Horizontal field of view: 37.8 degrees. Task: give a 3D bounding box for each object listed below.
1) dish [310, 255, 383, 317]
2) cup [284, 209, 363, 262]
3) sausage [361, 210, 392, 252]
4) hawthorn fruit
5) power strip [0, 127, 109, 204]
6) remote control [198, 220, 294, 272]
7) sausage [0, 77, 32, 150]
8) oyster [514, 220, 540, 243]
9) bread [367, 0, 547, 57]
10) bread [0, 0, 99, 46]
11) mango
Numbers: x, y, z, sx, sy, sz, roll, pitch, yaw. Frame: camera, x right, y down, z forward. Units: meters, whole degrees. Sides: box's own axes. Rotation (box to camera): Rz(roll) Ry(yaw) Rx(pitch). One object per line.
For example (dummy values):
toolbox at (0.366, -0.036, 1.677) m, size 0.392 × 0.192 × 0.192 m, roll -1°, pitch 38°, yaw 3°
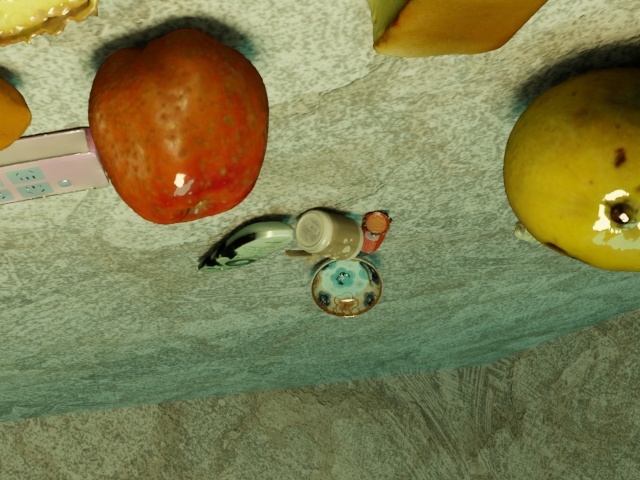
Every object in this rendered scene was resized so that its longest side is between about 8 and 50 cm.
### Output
dish at (0.050, 0.071, 1.820) m, size 0.141 × 0.078 × 0.141 m, roll 0°, pitch 123°, yaw 0°
cup at (0.001, -0.008, 1.516) m, size 0.102 × 0.074 × 0.099 m, roll -7°, pitch 167°, yaw 36°
sausage at (0.091, -0.010, 1.622) m, size 0.050 × 0.048 × 0.145 m, roll -48°, pitch 171°, yaw -15°
hawthorn fruit at (-0.136, -0.106, 0.904) m, size 0.189 × 0.189 × 0.189 m, roll -11°, pitch 164°, yaw -3°
power strip at (-0.380, -0.073, 1.075) m, size 0.279 × 0.037 × 0.109 m, roll -10°, pitch 163°, yaw -6°
remote control at (-0.127, 0.013, 1.538) m, size 0.097 × 0.045 × 0.256 m, roll -1°, pitch 163°, yaw -35°
sausage at (-0.359, -0.129, 0.815) m, size 0.098 × 0.098 × 0.238 m, roll -19°, pitch 164°, yaw 22°
oyster at (0.451, -0.066, 1.572) m, size 0.198 × 0.112 × 0.268 m, roll -8°, pitch 166°, yaw -12°
bread at (0.166, -0.267, 0.754) m, size 0.138 × 0.077 × 0.361 m, roll -4°, pitch 162°, yaw -23°
bread at (-0.263, -0.192, 0.601) m, size 0.260 × 0.134 × 0.129 m, roll -20°, pitch 152°, yaw 9°
mango at (0.424, -0.106, 1.174) m, size 0.445 × 0.301 × 0.220 m, roll -21°, pitch 130°, yaw -39°
